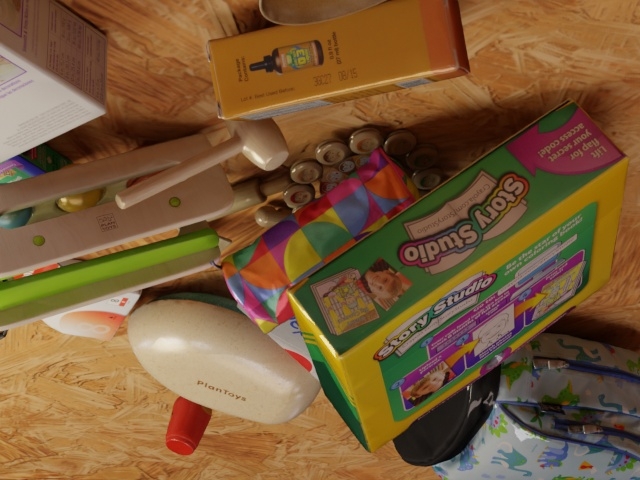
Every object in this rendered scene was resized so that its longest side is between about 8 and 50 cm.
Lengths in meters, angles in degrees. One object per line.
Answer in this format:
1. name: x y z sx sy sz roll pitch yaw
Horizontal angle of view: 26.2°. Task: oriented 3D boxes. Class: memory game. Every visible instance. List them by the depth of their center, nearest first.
1. memory game: 0.049 -0.062 1.540 0.186 0.012 0.186 -8 144 -6

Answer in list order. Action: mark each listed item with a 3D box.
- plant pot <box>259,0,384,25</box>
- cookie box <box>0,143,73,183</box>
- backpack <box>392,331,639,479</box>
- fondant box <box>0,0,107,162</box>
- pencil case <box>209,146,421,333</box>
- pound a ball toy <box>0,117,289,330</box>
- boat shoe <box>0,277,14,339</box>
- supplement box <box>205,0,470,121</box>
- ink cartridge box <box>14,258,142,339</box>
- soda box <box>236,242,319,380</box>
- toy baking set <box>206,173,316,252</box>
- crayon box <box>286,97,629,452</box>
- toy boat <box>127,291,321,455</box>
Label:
1. plant pot: 0.052 -0.249 1.118 0.236 0.032 0.236 -25 171 -4
2. cookie box: -0.334 -0.077 1.482 0.092 0.040 0.107 -20 148 26
3. backpack: 0.318 0.247 1.966 0.355 0.273 0.290 -2 148 -27
4. fondant box: -0.387 -0.180 1.231 0.238 0.096 0.330 -20 148 29
5. pencil case: 0.000 0.000 1.483 0.236 0.104 0.104 -33 146 6
6. pound a ball toy: -0.212 -0.049 1.416 0.319 0.136 0.208 -18 154 -22
7. boat shoe: -0.422 0.040 1.557 0.084 0.079 0.233 -11 149 19
8. supplement box: 0.016 -0.170 1.285 0.233 0.078 0.080 -10 180 13
9. ink cartridge box: -0.333 0.072 1.760 0.179 0.045 0.145 7 150 -22
10. soda box: 0.017 0.105 1.684 0.098 0.091 0.286 -9 144 29
11. toy baking set: -0.049 -0.021 1.626 0.256 0.030 0.197 -21 149 25
12. crayon box: 0.157 0.049 1.511 0.363 0.106 0.313 -34 154 -9
13. toy boat: -0.141 0.168 1.862 0.267 0.148 0.318 23 144 -7
